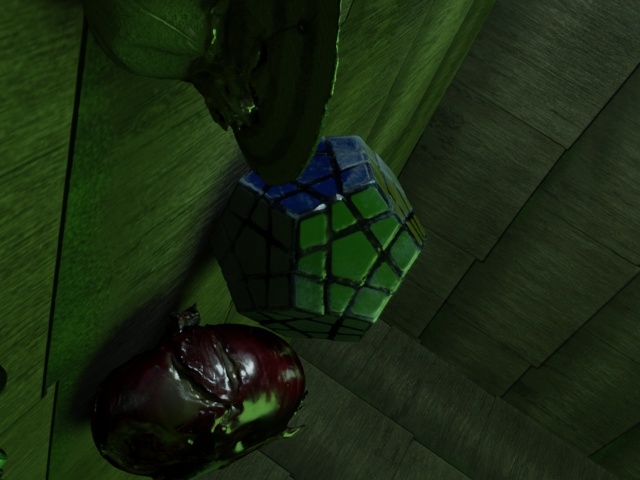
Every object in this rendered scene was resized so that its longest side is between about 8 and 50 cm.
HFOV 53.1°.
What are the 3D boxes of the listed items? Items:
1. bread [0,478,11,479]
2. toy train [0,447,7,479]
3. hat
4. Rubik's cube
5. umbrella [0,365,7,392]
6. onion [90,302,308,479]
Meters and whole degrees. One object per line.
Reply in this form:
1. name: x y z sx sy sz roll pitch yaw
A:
1. bread: -0.345 0.244 0.430 0.266 0.142 0.178 -54 131 -8
2. toy train: -0.360 0.260 0.576 0.172 0.070 0.099 -55 162 -11
3. hat: -0.082 -0.151 0.369 0.110 0.252 0.252 -8 149 -21
4. Rubik's cube: 0.000 0.000 0.944 0.319 0.319 0.264 -50 145 -38
5. umbrella: -0.289 0.108 0.515 0.036 0.031 0.133 -26 164 -14
6. onion: -0.180 0.214 0.918 0.314 0.232 0.314 -22 165 -6
